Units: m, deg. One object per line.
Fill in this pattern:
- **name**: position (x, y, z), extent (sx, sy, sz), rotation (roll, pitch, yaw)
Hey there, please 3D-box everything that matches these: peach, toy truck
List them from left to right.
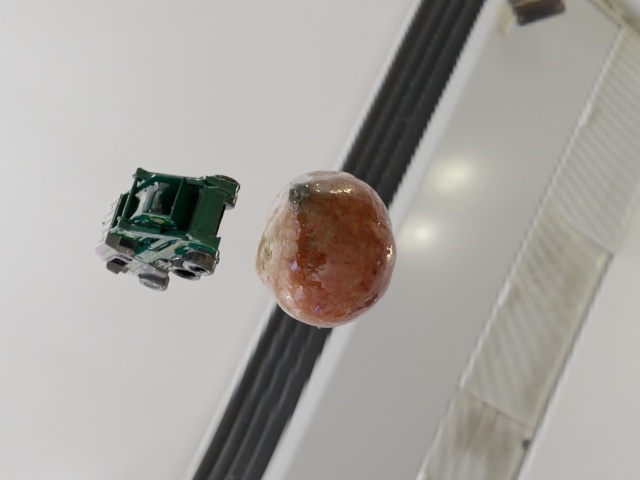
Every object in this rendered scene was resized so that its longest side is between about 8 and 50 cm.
- **toy truck**: position (-0.183, -0.020, 1.354), extent (0.116, 0.216, 0.110), rotation (25, -112, -23)
- **peach**: position (0.000, 0.000, 1.645), extent (0.232, 0.232, 0.233), rotation (-4, -83, -34)
